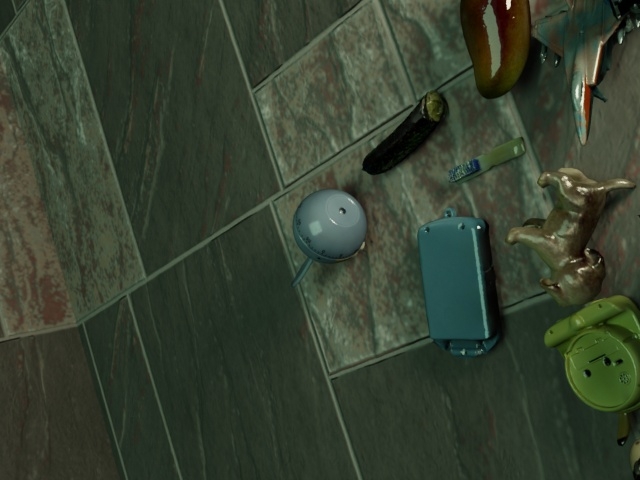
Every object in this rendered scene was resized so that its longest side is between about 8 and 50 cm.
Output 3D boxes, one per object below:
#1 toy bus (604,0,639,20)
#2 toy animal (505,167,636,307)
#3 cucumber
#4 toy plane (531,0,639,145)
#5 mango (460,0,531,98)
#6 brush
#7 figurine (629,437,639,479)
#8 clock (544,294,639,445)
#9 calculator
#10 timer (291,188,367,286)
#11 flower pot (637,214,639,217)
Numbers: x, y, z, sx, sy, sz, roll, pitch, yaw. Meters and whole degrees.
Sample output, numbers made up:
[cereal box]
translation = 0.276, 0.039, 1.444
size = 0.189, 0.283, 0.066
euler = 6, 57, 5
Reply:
[toy bus]
translation = 0.494, -0.426, 1.415
size = 0.185, 0.090, 0.106
euler = -35, 66, 14
[toy animal]
translation = 0.416, -0.011, 1.613
size = 0.169, 0.121, 0.233
euler = 21, 103, 26
[cucumber]
translation = 0.163, -0.197, 1.896
size = 0.245, 0.067, 0.067
euler = -47, 63, 44
[toy plane]
translation = 0.431, -0.301, 1.527
size = 0.223, 0.104, 0.326
euler = -14, 71, 49
[mango]
translation = 0.304, -0.382, 1.664
size = 0.133, 0.111, 0.267
euler = 0, 95, 50
[brush]
translation = 0.305, -0.148, 1.771
size = 0.178, 0.030, 0.033
euler = -26, 68, 47
[figurine]
translation = 0.587, 0.476, 1.444
size = 0.412, 0.241, 0.306
euler = 40, 110, 54
[clock]
translation = 0.491, 0.220, 1.599
size = 0.170, 0.069, 0.232
euler = -40, 68, 44
[calculator]
translation = 0.265, 0.082, 1.837
size = 0.173, 0.051, 0.293
euler = -6, 92, 49
[timer]
translation = 0.020, 0.000, 2.046
size = 0.175, 0.175, 0.255
euler = 50, 157, 30
[flower pot]
translation = 0.622, -0.025, 1.293
size = 0.259, 0.290, 0.290
euler = 50, 131, 12
